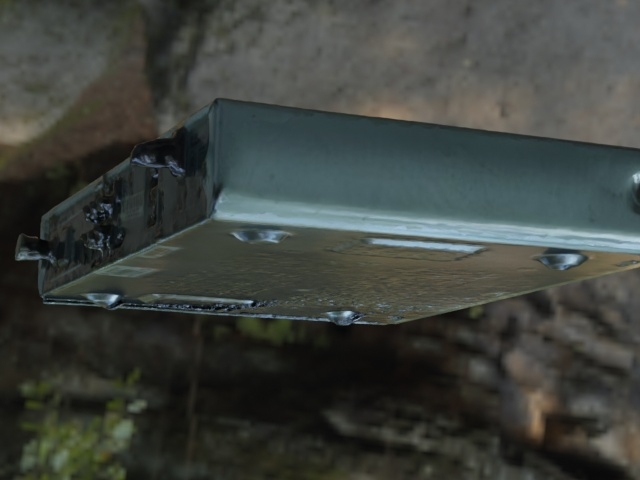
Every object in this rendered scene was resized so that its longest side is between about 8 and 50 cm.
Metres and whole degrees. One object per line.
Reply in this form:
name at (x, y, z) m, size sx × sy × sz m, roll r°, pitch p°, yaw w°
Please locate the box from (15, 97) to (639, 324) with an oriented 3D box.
box at (0.000, 0.000, 0.686) m, size 0.210 × 0.045 × 0.270 m, roll 5°, pitch 171°, yaw -22°
